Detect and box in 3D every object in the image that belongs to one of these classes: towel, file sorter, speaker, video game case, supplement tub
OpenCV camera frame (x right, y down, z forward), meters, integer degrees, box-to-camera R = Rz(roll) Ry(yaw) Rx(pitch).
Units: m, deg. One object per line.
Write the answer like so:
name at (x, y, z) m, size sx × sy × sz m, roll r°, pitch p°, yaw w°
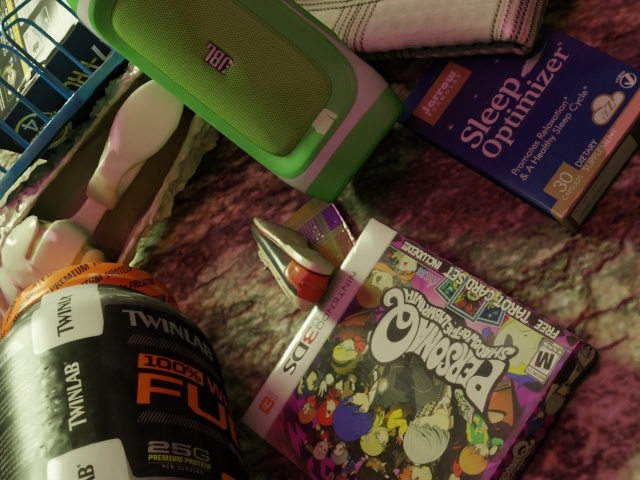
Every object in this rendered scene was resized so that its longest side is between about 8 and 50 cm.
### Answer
towel at (0.000, 0.000, 1.142) m, size 0.060 × 0.009 × 0.083 m, roll -39°, pitch 52°, yaw 14°
towel at (0.088, -0.302, 1.169) m, size 0.324 × 0.056 × 0.312 m, roll 2°, pitch 68°, yaw 41°
file sorter at (-0.288, -0.138, 1.216) m, size 0.170 × 0.104 × 0.118 m, roll -42°, pitch 12°, yaw 31°
speaker at (-0.075, -0.164, 1.103) m, size 0.296 × 0.131 × 0.131 m, roll 38°, pitch 92°, yaw 0°
video game case at (0.072, 0.119, 1.019) m, size 0.232 × 0.042 × 0.210 m, roll 33°, pitch 89°, yaw 39°
supplement tub at (-0.165, 0.184, 1.017) m, size 0.207 × 0.207 × 0.338 m, roll -37°, pitch 40°, yaw 14°

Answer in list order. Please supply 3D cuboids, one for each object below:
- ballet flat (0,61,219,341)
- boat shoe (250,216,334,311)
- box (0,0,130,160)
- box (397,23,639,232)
ballet flat at (-0.218, -0.041, 1.204) m, size 0.147 × 0.147 × 0.409 m, roll 30°, pitch 86°, yaw 39°
boat shoe at (-0.030, 0.017, 1.108) m, size 0.137 × 0.049 × 0.043 m, roll 42°, pitch 115°, yaw 57°
box at (-0.280, -0.334, 1.378) m, size 0.318 × 0.097 × 0.395 m, roll -45°, pitch 48°, yaw 32°
box at (0.166, -0.116, 1.071) m, size 0.225 × 0.036 × 0.136 m, roll 36°, pitch 91°, yaw 40°
